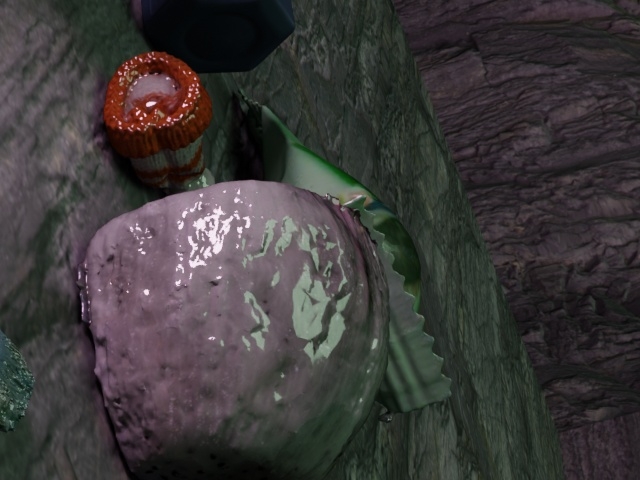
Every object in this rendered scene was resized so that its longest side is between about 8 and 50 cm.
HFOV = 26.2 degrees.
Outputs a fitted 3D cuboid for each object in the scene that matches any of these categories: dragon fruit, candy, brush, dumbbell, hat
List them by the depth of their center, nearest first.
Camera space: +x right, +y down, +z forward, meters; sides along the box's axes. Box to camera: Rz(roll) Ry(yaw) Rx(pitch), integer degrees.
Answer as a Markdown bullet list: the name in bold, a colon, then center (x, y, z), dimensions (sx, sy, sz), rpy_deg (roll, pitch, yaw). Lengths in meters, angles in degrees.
- **brush**: center (-0.231, 0.031, 0.837), dimensions (0.070, 0.021, 0.196), rpy_deg (-88, 156, -59)
- **dragon fruit**: center (-0.043, 0.098, 1.116), dimensions (0.283, 0.204, 0.221), rpy_deg (51, 26, -55)
- **hat**: center (-0.139, -0.083, 1.257), dimensions (0.162, 0.093, 0.112), rpy_deg (84, 9, -52)
- **dumbbell**: center (-0.121, -0.336, 1.473), dimensions (0.144, 0.156, 0.316), rpy_deg (106, -22, -57)
- **candy**: center (0.006, -0.003, 1.541), dimensions (0.398, 0.172, 0.263), rpy_deg (-109, 179, -60)
